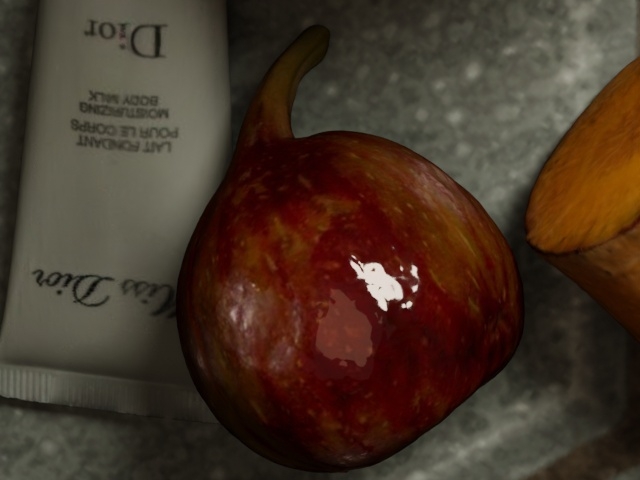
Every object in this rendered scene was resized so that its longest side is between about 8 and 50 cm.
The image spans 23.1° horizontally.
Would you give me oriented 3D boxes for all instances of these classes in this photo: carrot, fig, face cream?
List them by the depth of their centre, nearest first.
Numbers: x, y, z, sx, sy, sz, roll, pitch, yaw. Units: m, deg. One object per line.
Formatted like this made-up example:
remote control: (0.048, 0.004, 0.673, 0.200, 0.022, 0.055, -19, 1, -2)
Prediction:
carrot: (0.228, 0.016, 0.757, 0.225, 0.159, 0.159, 43, 100, -10)
fig: (-0.002, 0.005, 0.764, 0.175, 0.175, 0.207, -29, 92, 9)
face cream: (-0.100, -0.056, 0.816, 0.143, 0.089, 0.314, 5, 109, 3)
